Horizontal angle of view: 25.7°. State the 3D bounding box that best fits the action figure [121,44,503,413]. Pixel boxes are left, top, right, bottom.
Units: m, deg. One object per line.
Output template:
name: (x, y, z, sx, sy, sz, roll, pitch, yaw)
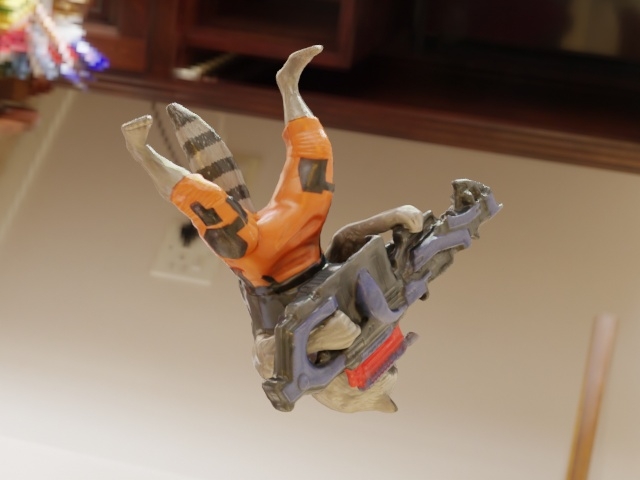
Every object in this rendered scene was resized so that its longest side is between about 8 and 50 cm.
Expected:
action figure: (0.000, 0.000, 1.267, 0.341, 0.178, 0.330, -30, 101, -42)
